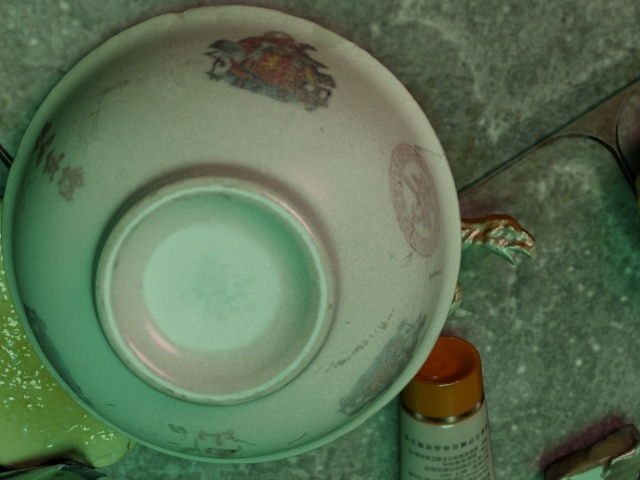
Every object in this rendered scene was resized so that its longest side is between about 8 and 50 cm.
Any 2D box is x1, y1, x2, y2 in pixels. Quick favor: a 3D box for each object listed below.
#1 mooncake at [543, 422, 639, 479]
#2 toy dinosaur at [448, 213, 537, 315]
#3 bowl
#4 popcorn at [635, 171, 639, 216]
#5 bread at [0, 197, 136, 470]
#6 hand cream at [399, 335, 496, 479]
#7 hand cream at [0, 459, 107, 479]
[{"bbox_3d":[0.326,0.283,1.160,0.130,0.073,0.125,-28,111,2],"label":"mooncake"},{"bbox_3d":[0.000,0.000,0.983,0.393,0.092,0.205,24,105,-3],"label":"toy dinosaur"},{"bbox_3d":[-0.081,0.021,0.847,0.435,0.196,0.434,0,101,-1],"label":"bowl"},{"bbox_3d":[0.427,-0.050,0.973,0.235,0.181,0.216,0,115,-3],"label":"popcorn"},{"bbox_3d":[-0.264,0.102,1.009,0.316,0.054,0.315,-2,113,-5],"label":"bread"},{"bbox_3d":[0.146,0.255,1.117,0.140,0.089,0.314,-6,118,-4],"label":"hand cream"},{"bbox_3d":[-0.347,0.268,1.051,0.235,0.055,0.086,-15,158,6],"label":"hand cream"}]
